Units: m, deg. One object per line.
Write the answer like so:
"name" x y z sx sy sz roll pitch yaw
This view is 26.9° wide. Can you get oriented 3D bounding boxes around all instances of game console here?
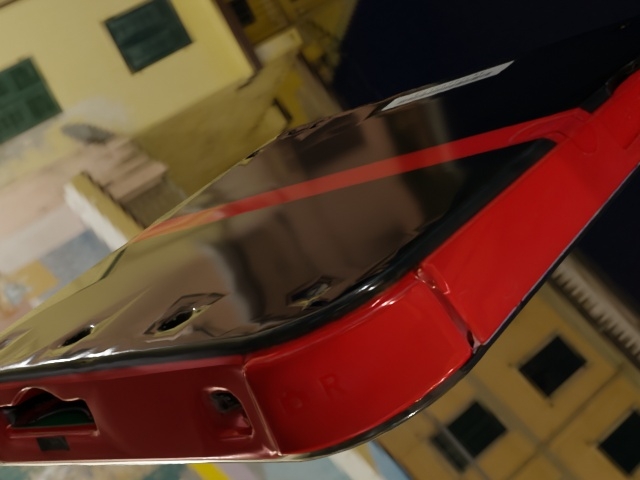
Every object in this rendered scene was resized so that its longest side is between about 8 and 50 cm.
"game console" 0.000 0.000 0.725 0.386 0.342 0.060 -12 -69 50
